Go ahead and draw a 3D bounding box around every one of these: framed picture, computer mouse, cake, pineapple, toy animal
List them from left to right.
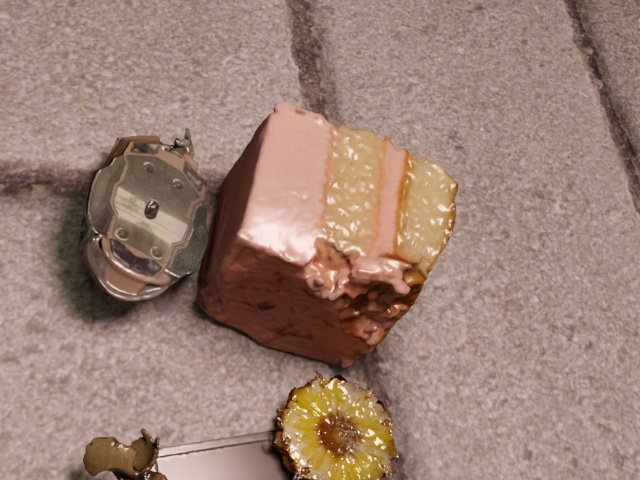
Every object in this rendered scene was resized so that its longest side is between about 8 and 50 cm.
[{"bbox_3d":[-0.265,0.358,1.380,0.214,0.094,0.186,-35,70,-27],"label":"toy animal"},{"bbox_3d":[-0.274,-0.046,1.617,0.199,0.115,0.389,35,39,-21],"label":"computer mouse"},{"bbox_3d":[-0.111,0.370,1.486,0.252,0.014,0.197,-4,62,-26],"label":"framed picture"},{"bbox_3d":[0.000,0.000,1.585,0.306,0.314,0.293,22,56,-12],"label":"cake"},{"bbox_3d":[0.021,0.297,1.561,0.221,0.047,0.221,14,53,-20],"label":"pineapple"}]
